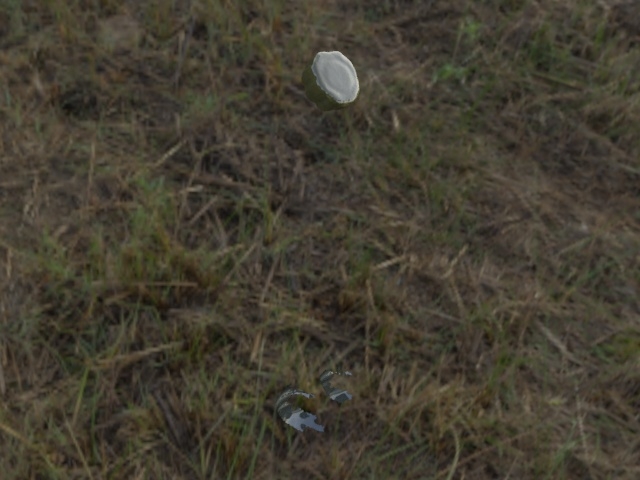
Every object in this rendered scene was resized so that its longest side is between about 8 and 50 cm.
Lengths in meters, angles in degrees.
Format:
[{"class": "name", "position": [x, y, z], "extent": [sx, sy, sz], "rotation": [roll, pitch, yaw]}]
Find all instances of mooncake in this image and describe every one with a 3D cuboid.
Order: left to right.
[{"class": "mooncake", "position": [0.006, 0.000, 0.891], "extent": [0.150, 0.057, 0.346], "rotation": [23, 78, -23]}]
